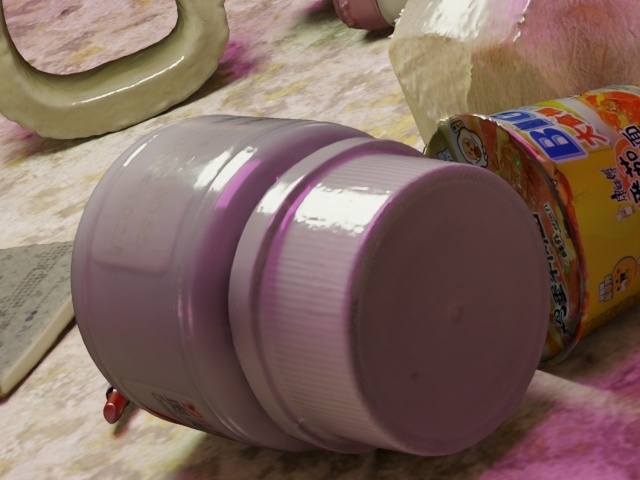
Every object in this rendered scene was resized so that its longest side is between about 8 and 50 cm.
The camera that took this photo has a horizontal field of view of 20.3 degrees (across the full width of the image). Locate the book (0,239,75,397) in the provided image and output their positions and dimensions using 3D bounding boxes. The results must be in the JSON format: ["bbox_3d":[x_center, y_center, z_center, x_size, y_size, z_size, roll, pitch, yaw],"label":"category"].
[{"bbox_3d":[-0.410,0.092,1.789,0.389,0.032,0.269,-8,28,26],"label":"book"}]

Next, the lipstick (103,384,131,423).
[{"bbox_3d":[-0.165,0.119,1.523,0.030,0.030,0.129,-14,23,13],"label":"lipstick"}]

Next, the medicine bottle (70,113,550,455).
[{"bbox_3d":[-0.010,0.033,1.307,0.245,0.245,0.306,-35,26,-33],"label":"medicine bottle"}]

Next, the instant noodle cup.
[{"bbox_3d":[0.193,-0.020,1.358,0.153,0.205,0.205,-19,20,-25],"label":"instant noodle cup"}]

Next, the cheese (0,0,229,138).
[{"bbox_3d":[-0.285,-0.291,2.233,0.332,0.292,0.153,-15,21,-8],"label":"cheese"}]

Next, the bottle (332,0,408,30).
[{"bbox_3d":[0.126,-0.313,2.172,0.233,0.110,0.110,-8,25,28],"label":"bottle"}]

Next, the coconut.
[{"bbox_3d":[0.183,-0.166,1.528,0.245,0.247,0.245,-19,28,11],"label":"coconut"}]
